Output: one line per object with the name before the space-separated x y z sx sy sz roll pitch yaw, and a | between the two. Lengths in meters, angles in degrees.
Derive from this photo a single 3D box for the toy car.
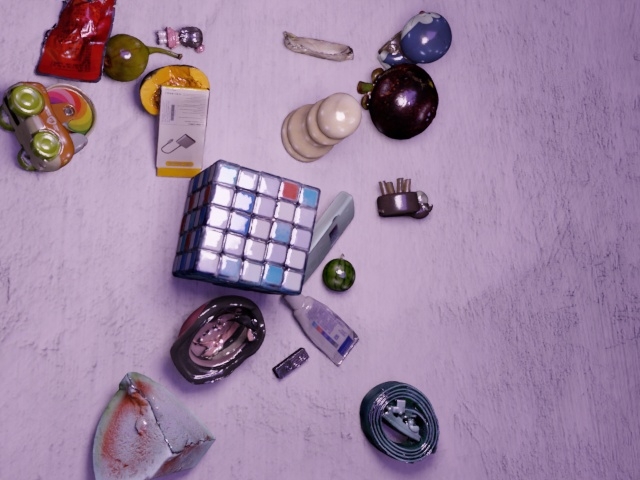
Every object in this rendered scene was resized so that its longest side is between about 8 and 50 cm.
toy car | -0.660 -0.295 1.707 0.235 0.145 0.235 10 74 -37

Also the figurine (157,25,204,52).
figurine | -0.383 -0.552 1.879 0.129 0.054 0.072 -6 92 -21

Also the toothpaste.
toothpaste | -0.003 0.235 1.975 0.099 0.068 0.282 -39 113 9

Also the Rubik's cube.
Rubik's cube | -0.200 -0.021 1.784 0.291 0.287 0.293 12 82 -23

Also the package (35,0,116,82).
package | -0.611 -0.534 1.739 0.194 0.071 0.270 8 73 23

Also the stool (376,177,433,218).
stool | 0.256 -0.125 2.080 0.217 0.125 0.121 -2 85 -33

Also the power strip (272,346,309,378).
power strip | -0.084 0.348 1.941 0.111 0.029 0.038 -35 99 -22

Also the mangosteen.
mangosteen | 0.224 -0.425 2.055 0.265 0.228 0.228 29 71 21

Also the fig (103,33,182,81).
fig | -0.471 -0.494 1.817 0.236 0.124 0.124 -25 96 -41

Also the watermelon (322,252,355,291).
watermelon | 0.054 0.095 1.985 0.109 0.109 0.109 2 85 -23

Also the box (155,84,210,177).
box | -0.370 -0.289 1.824 0.129 0.033 0.247 0 116 -24

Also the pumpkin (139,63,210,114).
pumpkin | -0.397 -0.411 1.828 0.183 0.108 0.119 -16 127 -16

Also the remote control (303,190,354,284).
remote control | 0.000 0.000 1.954 0.056 0.140 0.296 30 70 20

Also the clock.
clock | 0.293 -0.598 2.069 0.199 0.243 0.146 -42 104 -23

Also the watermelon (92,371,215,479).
watermelon | -0.436 0.502 1.680 0.289 0.213 0.320 -40 113 -19

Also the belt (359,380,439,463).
belt | 0.238 0.539 2.017 0.206 0.116 0.267 -45 100 -17

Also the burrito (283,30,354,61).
burrito | -0.002 -0.572 2.038 0.229 0.063 0.058 10 91 -20

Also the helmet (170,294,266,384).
helmet | -0.272 0.243 1.809 0.253 0.154 0.198 -28 117 -5

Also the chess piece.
chess piece | 0.017 -0.323 1.896 0.167 0.299 0.167 2 85 -25
